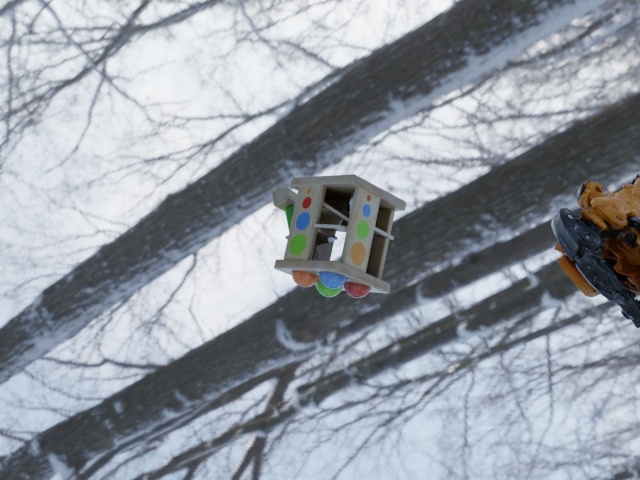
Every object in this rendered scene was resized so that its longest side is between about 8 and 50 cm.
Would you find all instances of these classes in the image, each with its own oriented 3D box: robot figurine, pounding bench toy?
[{"bbox_3d":[0.337,0.054,0.835,0.211,0.085,0.291,-20,-125,-39],"label":"robot figurine"},{"bbox_3d":[0.000,0.000,0.569,0.052,0.083,0.065,24,-107,-44],"label":"pounding bench toy"}]
